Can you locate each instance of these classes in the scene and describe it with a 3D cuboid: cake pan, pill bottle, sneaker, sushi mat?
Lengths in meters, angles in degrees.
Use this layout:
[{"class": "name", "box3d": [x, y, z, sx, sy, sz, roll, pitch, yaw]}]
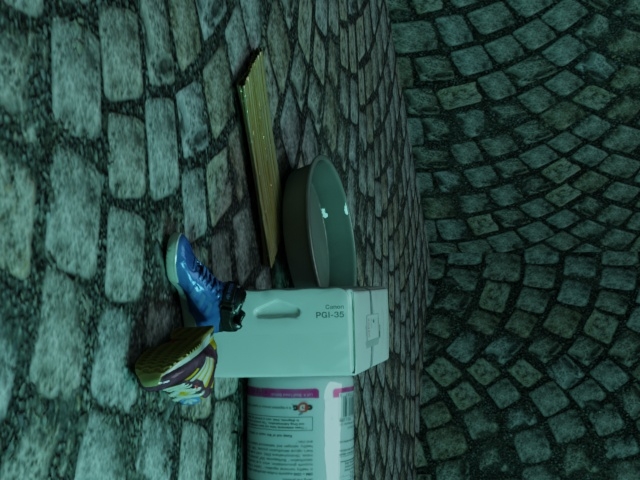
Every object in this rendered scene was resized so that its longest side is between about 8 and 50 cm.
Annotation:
[{"class": "cake pan", "box3d": [0.000, 0.000, 1.836, 0.293, 0.054, 0.293, -8, 90, -74]}, {"class": "pill bottle", "box3d": [-0.030, 0.338, 1.580, 0.160, 0.160, 0.283, 16, 74, -77]}, {"class": "sneaker", "box3d": [-0.156, 0.155, 1.219, 0.185, 0.070, 0.084, -39, 122, -74]}, {"class": "sushi mat", "box3d": [-0.089, -0.129, 1.663, 0.151, 0.019, 0.316, -72, 158, -58]}, {"class": "sneaker", "box3d": [-0.133, 0.053, 1.292, 0.058, 0.085, 0.152, -74, 159, -53]}]

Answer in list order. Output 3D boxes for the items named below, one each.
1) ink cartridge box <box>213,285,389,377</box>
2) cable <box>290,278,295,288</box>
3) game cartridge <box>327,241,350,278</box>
[{"class": "ink cartridge box", "box3d": [-0.026, 0.125, 1.500, 0.283, 0.207, 0.117, 9, 79, -77]}, {"class": "cable", "box3d": [-0.017, 0.100, 1.924, 0.184, 0.047, 0.150, 76, 18, -46]}, {"class": "game cartridge", "box3d": [0.036, 0.191, 2.054, 0.230, 0.068, 0.355, 115, -24, -82]}]
